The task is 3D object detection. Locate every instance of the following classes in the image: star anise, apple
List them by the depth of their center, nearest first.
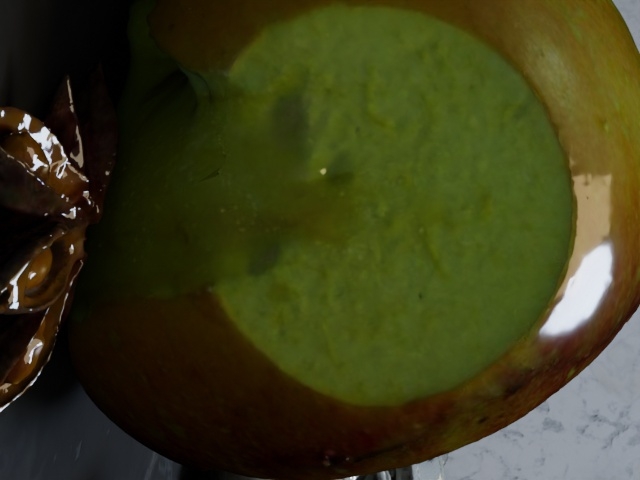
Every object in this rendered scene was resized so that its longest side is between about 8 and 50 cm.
[{"bbox_3d":[-0.144,-0.009,0.880,0.157,0.053,0.212,62,41,-76],"label":"star anise"},{"bbox_3d":[0.013,-0.050,1.060,0.384,0.374,0.374,-24,133,-34],"label":"apple"}]

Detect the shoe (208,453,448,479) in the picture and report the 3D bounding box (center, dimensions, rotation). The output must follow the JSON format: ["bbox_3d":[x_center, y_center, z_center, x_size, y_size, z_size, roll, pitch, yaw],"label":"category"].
[{"bbox_3d":[0.012,0.201,1.585,0.351,0.198,0.172,-34,128,-80],"label":"shoe"}]
